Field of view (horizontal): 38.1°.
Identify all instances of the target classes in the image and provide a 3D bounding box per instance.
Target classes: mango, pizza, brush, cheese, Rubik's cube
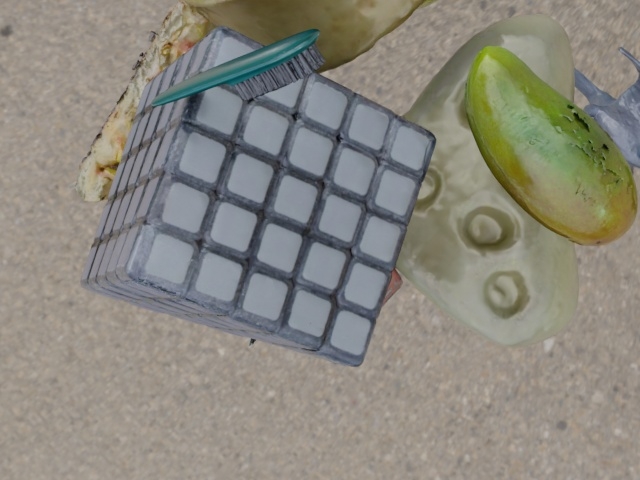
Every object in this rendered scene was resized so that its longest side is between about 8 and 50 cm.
[{"bbox_3d":[0.220,-0.088,0.903,0.111,0.125,0.233,-41,102,-4],"label":"mango"},{"bbox_3d":[-0.250,-0.271,1.639,0.130,0.440,0.406,33,134,3],"label":"pizza"},{"bbox_3d":[-0.064,-0.117,0.691,0.193,0.043,0.032,-10,118,48],"label":"brush"},{"bbox_3d":[0.226,-0.057,1.111,0.351,0.129,0.328,-42,77,10],"label":"cheese"},{"bbox_3d":[-0.070,-0.030,0.886,0.237,0.237,0.238,21,79,-24],"label":"Rubik's cube"}]

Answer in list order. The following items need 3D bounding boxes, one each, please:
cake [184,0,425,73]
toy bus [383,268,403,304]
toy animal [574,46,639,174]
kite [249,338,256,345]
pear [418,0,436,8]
[{"bbox_3d":[-0.047,-0.377,0.950,0.332,0.332,0.321,-22,134,29],"label":"cake"},{"bbox_3d":[0.000,0.000,1.166,0.235,0.073,0.096,38,167,32],"label":"toy bus"},{"bbox_3d":[0.425,-0.155,1.319,0.239,0.176,0.255,117,141,-60],"label":"toy animal"},{"bbox_3d":[-0.024,0.043,1.557,0.011,0.314,0.335,31,101,-29],"label":"kite"},{"bbox_3d":[0.178,-0.527,1.711,0.198,0.198,0.198,9,114,20],"label":"pear"}]
